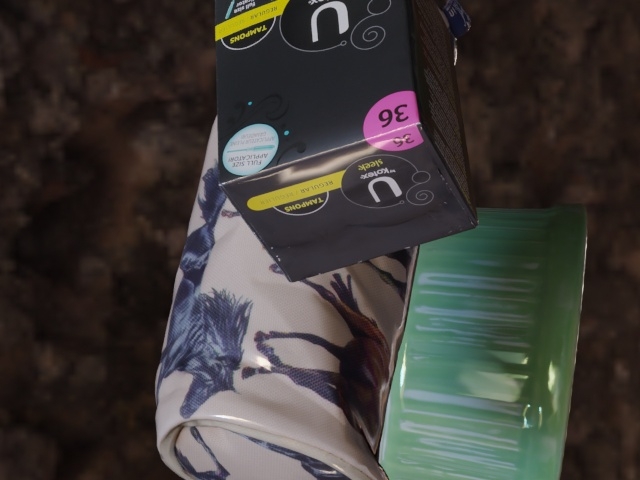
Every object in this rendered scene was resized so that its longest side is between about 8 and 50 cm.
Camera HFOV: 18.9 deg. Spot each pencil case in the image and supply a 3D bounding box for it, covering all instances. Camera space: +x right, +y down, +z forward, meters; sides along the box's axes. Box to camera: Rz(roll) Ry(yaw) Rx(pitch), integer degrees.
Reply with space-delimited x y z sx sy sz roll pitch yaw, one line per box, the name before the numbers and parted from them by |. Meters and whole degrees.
pencil case | 0.000 0.000 1.333 0.183 0.160 0.410 27 -123 -27

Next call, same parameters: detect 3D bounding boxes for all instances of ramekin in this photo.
ramekin | 0.139 0.110 1.663 0.303 0.148 0.303 7 -90 -85

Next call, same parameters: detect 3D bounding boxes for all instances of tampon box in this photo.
tampon box | 0.012 -0.079 1.107 0.101 0.120 0.161 56 -158 -47
